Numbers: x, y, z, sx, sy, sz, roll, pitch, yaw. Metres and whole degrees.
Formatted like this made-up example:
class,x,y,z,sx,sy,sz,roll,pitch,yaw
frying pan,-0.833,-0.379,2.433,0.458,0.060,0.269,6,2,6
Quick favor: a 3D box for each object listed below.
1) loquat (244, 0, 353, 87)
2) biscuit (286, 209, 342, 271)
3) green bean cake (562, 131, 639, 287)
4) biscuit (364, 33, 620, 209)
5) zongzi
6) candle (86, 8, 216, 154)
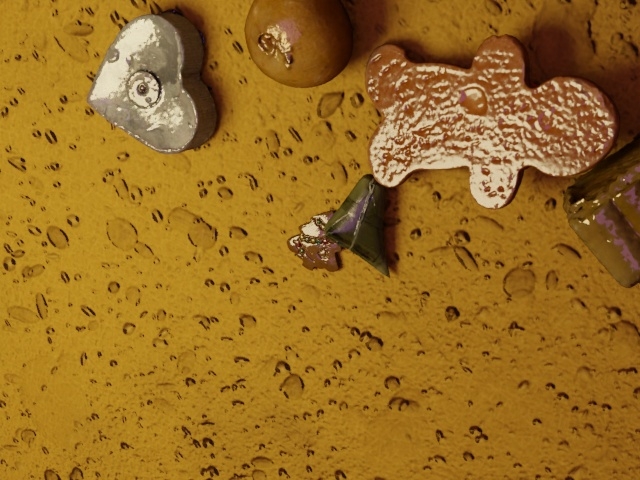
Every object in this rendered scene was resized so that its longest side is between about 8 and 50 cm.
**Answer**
class,x,y,z,sx,sy,sz,roll,pitch,yaw
loquat,-0.026,-0.254,1.175,0.141,0.141,0.141,5,106,18
biscuit,0.000,0.000,1.298,0.082,0.016,0.092,32,114,9
green bean cake,0.391,-0.060,1.038,0.230,0.224,0.131,-35,91,20
biscuit,0.199,-0.141,1.143,0.324,0.049,0.205,3,98,35
zongzi,0.076,-0.020,1.253,0.113,0.052,0.104,35,107,-8
candle,-0.232,-0.209,1.292,0.169,0.068,0.192,-10,97,22
